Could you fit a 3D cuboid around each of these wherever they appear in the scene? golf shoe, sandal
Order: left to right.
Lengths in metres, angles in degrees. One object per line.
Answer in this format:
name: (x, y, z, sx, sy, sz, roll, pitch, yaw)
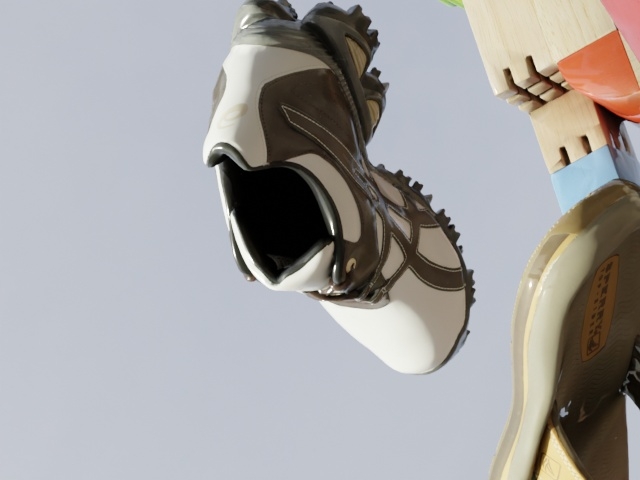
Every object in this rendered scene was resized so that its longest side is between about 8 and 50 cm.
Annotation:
golf shoe: (0.000, 0.000, 0.782, 0.094, 0.077, 0.198, -63, -40, -36)
sandal: (0.092, 0.060, 0.631, 0.072, 0.049, 0.180, -38, -36, -35)

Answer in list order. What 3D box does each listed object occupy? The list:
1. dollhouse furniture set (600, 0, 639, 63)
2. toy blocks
dollhouse furniture set: (0.211, -0.002, 0.771, 0.152, 0.374, 0.201, -25, -18, -14)
toy blocks: (0.252, -0.158, 1.290, 0.191, 0.381, 0.261, 20, -133, -53)
